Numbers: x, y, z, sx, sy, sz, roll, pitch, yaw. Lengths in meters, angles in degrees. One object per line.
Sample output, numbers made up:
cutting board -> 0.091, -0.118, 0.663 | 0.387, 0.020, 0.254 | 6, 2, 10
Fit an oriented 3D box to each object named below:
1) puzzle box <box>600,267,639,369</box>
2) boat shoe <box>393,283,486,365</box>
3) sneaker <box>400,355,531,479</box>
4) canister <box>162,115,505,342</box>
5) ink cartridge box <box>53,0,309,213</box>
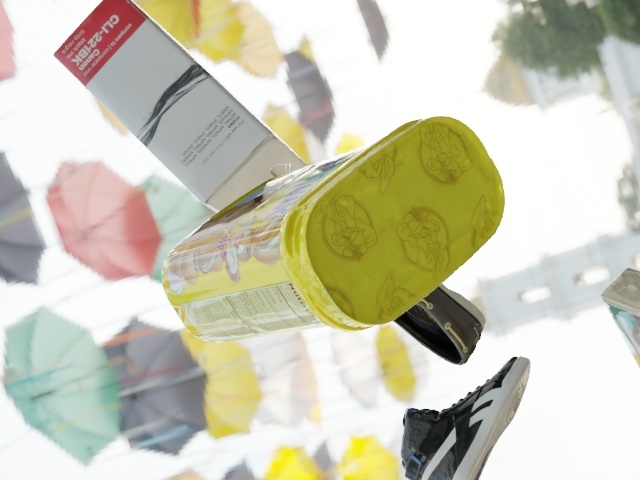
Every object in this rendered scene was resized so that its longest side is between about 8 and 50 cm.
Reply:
puzzle box -> 0.490, 0.218, 1.535 | 0.272, 0.052, 0.409 | 24, 153, 56
boat shoe -> 0.106, 0.071, 1.747 | 0.228, 0.081, 0.069 | 34, -128, -10
sneaker -> 0.175, 0.218, 1.783 | 0.217, 0.121, 0.079 | -56, -26, -26
canister -> 0.000, 0.000, 0.750 | 0.126, 0.170, 0.073 | -38, -78, -30
ink cartridge box -> -0.156, -0.146, 1.648 | 0.273, 0.114, 0.197 | 43, -178, 18
